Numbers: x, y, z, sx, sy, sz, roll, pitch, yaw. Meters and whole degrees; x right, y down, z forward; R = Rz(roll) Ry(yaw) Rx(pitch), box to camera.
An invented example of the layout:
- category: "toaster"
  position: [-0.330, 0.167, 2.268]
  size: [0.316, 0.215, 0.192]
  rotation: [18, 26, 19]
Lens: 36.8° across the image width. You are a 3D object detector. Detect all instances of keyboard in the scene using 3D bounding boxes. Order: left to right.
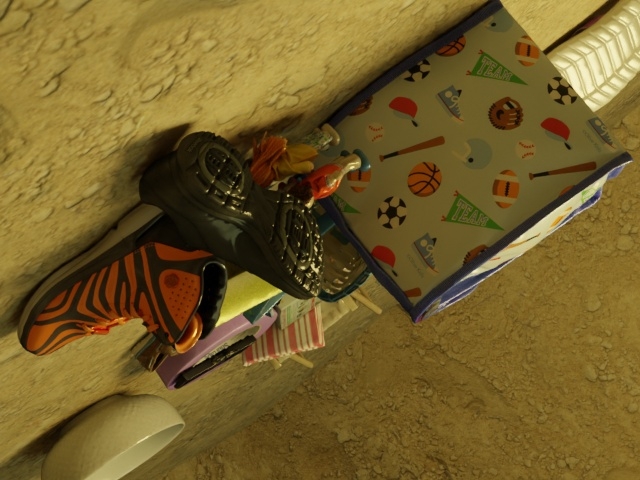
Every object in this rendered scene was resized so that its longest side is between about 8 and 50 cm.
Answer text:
- category: "keyboard"
  position: [-0.211, 0.241, 1.952]
  size: [0.180, 0.023, 0.108]
  rotation: [-29, 173, -34]

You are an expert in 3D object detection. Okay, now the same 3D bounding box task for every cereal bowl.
- category: "cereal bowl"
  position: [-0.478, 0.446, 2.137]
  size: [0.339, 0.141, 0.339]
  rotation: [-35, 168, -8]

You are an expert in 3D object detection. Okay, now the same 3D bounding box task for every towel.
- category: "towel"
  position: [-0.090, 0.209, 2.200]
  size: [0.196, 0.144, 0.029]
  rotation: [-15, 135, 8]

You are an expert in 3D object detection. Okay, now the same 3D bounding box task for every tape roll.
- category: "tape roll"
  position: [-0.226, 0.197, 2.007]
  size: [0.274, 0.090, 0.275]
  rotation: [-34, 168, -8]

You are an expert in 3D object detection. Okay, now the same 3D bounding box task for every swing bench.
- category: "swing bench"
  position: [-0.016, 0.181, 2.379]
  size: [0.253, 0.165, 0.254]
  rotation: [-38, 163, 11]

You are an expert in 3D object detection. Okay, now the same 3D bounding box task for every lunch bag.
- category: "lunch bag"
  position: [0.198, -0.105, 1.452]
  size: [0.385, 0.328, 0.239]
  rotation: [-35, 164, -9]

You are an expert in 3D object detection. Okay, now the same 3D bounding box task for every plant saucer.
- category: "plant saucer"
  position: [-0.156, 0.034, 1.401]
  size: [0.188, 0.188, 0.045]
  rotation: [-27, 136, -45]

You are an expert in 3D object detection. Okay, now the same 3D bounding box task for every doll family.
- category: "doll family"
  position: [-0.071, -0.088, 1.337]
  size: [0.163, 0.118, 0.263]
  rotation: [-35, -172, -36]

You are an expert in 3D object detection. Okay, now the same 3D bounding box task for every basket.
- category: "basket"
  position: [0.000, 0.000, 1.593]
  size: [0.289, 0.201, 0.255]
  rotation: [-38, 172, -36]

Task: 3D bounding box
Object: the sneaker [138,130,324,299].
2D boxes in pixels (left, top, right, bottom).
- category: "sneaker"
  position: [-0.104, -0.020, 1.203]
  size: [0.130, 0.286, 0.109]
  rotation: [-20, -142, 36]

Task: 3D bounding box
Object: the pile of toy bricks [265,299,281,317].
- category: "pile of toy bricks"
  position: [-0.109, 0.061, 1.816]
  size: [0.212, 0.118, 0.105]
  rotation: [81, 31, -67]

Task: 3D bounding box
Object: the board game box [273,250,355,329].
- category: "board game box"
  position: [0.010, 0.058, 2.116]
  size: [0.303, 0.098, 0.224]
  rotation: [-35, 168, -12]

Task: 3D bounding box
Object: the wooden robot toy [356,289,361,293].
- category: "wooden robot toy"
  position: [0.051, 0.125, 2.638]
  size: [0.079, 0.076, 0.173]
  rotation: [-2, -177, 25]

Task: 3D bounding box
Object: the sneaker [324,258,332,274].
- category: "sneaker"
  position: [-0.014, 0.021, 1.812]
  size: [0.087, 0.083, 0.221]
  rotation: [-54, -154, 6]

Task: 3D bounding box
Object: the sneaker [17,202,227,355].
- category: "sneaker"
  position: [-0.258, 0.095, 1.279]
  size: [0.321, 0.180, 0.124]
  rotation: [-40, 167, 19]

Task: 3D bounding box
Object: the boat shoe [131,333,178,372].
- category: "boat shoe"
  position: [-0.285, 0.188, 1.849]
  size: [0.183, 0.066, 0.066]
  rotation: [-43, 167, 31]

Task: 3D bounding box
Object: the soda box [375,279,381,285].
- category: "soda box"
  position: [0.221, -0.011, 2.126]
  size: [0.091, 0.098, 0.286]
  rotation: [109, 8, -52]

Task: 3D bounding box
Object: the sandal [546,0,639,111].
- category: "sandal"
  position: [0.564, -0.384, 1.919]
  size: [0.416, 0.169, 0.102]
  rotation: [-39, -152, 14]
